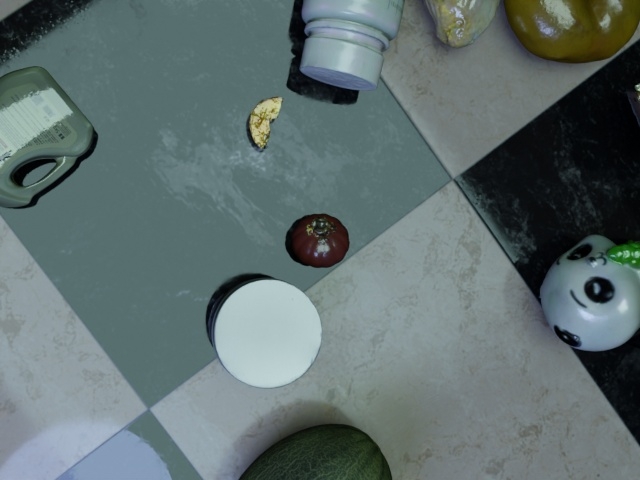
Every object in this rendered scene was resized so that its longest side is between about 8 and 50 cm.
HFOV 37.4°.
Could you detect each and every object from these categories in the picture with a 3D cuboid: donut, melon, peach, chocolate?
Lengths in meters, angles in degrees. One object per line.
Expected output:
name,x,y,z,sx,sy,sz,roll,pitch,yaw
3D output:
donut,-0.091,-0.200,1.619,0.067,0.038,0.083,-14,97,-12
melon,-0.017,0.434,1.531,0.301,0.237,0.237,-43,97,-9
peach,0.443,-0.432,1.656,0.251,0.153,0.251,-1,95,-14
chocolate,0.231,-0.488,1.627,0.134,0.134,0.309,-9,90,-10

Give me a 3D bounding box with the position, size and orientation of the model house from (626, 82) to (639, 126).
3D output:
model house,0.660,-0.232,1.653,0.326,0.244,0.169,-32,99,-41

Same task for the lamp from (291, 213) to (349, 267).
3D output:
lamp,0.000,0.000,1.609,0.101,0.090,0.101,4,51,-4

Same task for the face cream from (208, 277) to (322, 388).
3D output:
face cream,-0.093,0.150,1.562,0.177,0.153,0.177,0,88,-10

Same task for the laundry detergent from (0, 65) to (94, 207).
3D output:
laundry detergent,-0.504,-0.151,1.522,0.253,0.091,0.181,-41,102,-8

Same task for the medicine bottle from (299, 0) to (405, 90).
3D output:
medicine bottle,0.058,-0.410,1.578,0.170,0.170,0.293,12,89,-9

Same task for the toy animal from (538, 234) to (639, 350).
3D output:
toy animal,0.522,0.087,1.641,0.266,0.212,0.213,4,89,-16
